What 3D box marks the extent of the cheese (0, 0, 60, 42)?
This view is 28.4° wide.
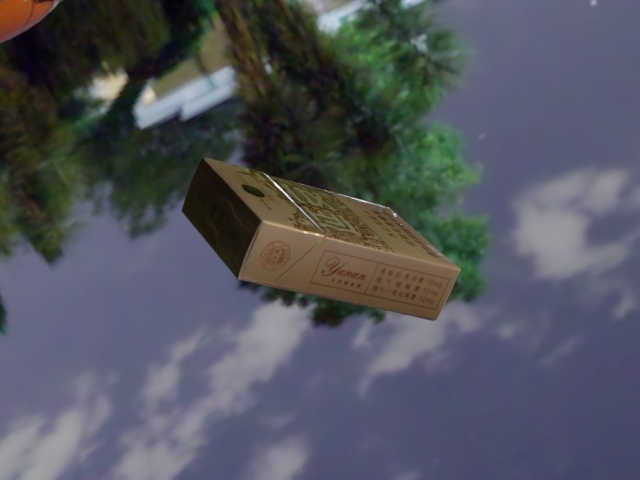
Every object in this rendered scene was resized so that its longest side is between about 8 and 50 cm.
[{"bbox_3d":[-0.220,-0.129,0.526,0.286,0.074,0.189,6,-157,0],"label":"cheese"}]

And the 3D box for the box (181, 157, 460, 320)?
[{"bbox_3d":[0.000,0.000,0.432,0.053,0.083,0.024,44,-67,52],"label":"box"}]
